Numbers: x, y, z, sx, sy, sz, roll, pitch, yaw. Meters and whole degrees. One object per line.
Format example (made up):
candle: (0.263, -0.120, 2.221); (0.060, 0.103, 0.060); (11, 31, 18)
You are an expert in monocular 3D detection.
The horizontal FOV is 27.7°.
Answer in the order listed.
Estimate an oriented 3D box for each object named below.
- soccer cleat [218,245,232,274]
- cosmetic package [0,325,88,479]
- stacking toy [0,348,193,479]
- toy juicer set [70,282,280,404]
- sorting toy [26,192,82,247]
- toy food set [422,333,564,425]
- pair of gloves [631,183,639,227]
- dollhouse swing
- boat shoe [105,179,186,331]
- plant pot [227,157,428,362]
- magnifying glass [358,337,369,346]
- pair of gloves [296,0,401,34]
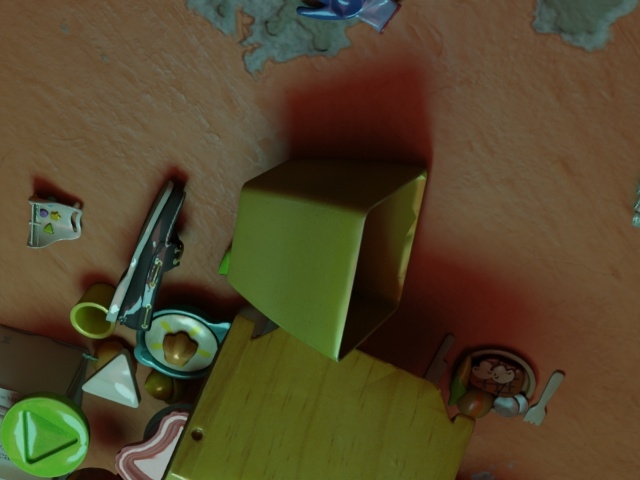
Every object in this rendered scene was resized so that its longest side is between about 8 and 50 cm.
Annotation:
soccer cleat: (-0.063, 0.069, 1.857); (0.179, 0.060, 0.072); (36, 135, -7)
cosmetic package: (-0.471, 0.297, 2.056); (0.153, 0.129, 0.296); (15, 127, 1)
stacking toy: (-0.307, 0.299, 1.947); (0.309, 0.130, 0.279); (-29, 104, 13)
toy juicer set: (-0.204, 0.178, 1.940); (0.329, 0.089, 0.209); (6, 127, 6)
sorting toy: (-0.378, -0.030, 1.853); (0.075, 0.045, 0.083); (9, 127, -5)
toy food set: (0.253, 0.216, 1.909); (0.192, 0.038, 0.132); (18, 127, -2)
pair of gloves: (0.514, -0.083, 1.635); (0.204, 0.042, 0.240); (15, 122, 6)
dollhouse swing: (-0.025, 0.310, 1.798); (0.347, 0.315, 0.305); (24, 168, -4)
boat shoe: (-0.230, 0.023, 1.821); (0.069, 0.081, 0.227); (23, 110, -9)
plant pot: (0.000, 0.000, 1.688); (0.187, 0.212, 0.212); (20, 114, 20)
magnifying glass: (0.038, 0.056, 1.843); (0.092, 0.026, 0.231); (-3, 126, 13)
pair of gloves: (0.043, -0.337, 1.553); (0.159, 0.023, 0.198); (28, 126, -8)
